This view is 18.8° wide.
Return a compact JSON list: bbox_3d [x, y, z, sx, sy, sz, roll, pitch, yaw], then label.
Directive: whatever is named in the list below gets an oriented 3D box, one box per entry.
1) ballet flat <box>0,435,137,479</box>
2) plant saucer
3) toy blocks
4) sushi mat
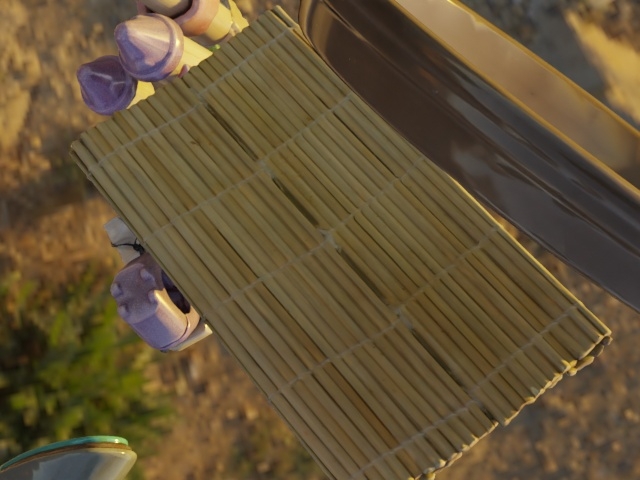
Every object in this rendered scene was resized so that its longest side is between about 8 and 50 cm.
[{"bbox_3d":[-0.191,0.173,1.211,0.213,0.068,0.072,-18,157,39],"label":"ballet flat"},{"bbox_3d":[0.096,-0.034,0.766,0.278,0.278,0.041,28,105,-39],"label":"plant saucer"},{"bbox_3d":[-0.104,-0.108,1.554,0.309,0.289,0.260,-30,159,16],"label":"toy blocks"},{"bbox_3d":[0.000,0.000,1.016,0.151,0.316,0.019,-33,142,-12],"label":"sushi mat"}]
